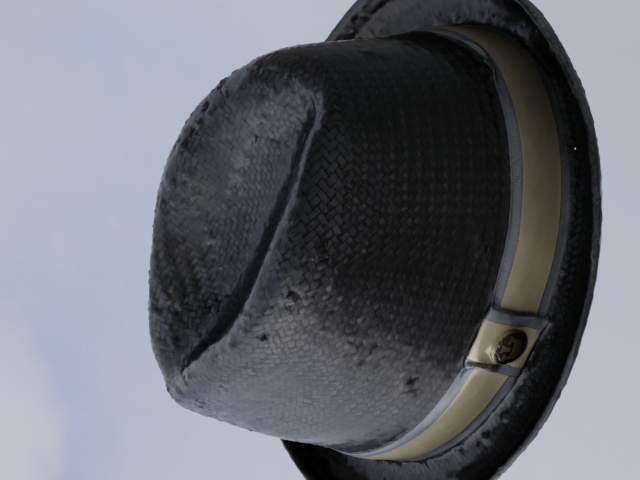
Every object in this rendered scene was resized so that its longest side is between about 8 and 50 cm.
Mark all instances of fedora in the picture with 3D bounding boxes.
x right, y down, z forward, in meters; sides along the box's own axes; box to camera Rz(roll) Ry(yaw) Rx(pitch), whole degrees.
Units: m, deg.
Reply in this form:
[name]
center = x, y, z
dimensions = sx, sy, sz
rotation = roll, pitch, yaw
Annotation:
[fedora]
center = 0.000, 0.000, 0.850
dimensions = 0.152, 0.334, 0.334
rotation = 3, -142, -35
